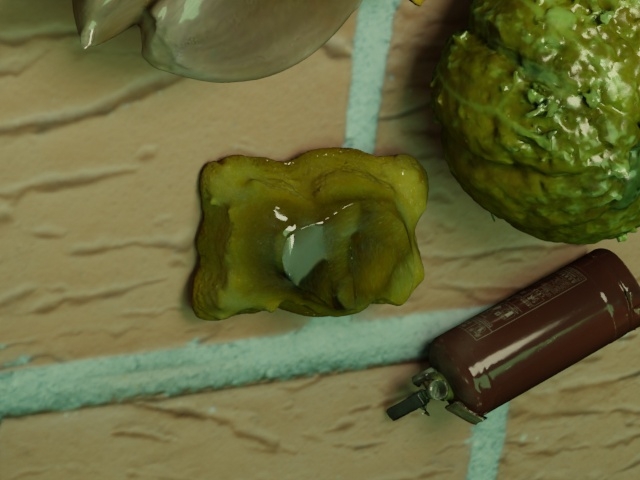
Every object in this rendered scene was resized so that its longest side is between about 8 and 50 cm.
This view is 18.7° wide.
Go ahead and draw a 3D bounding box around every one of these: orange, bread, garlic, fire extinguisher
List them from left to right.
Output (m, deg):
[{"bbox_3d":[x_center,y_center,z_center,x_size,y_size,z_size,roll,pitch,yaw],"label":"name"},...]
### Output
[{"bbox_3d":[-0.073,-0.264,1.587,0.279,0.132,0.325,41,88,-33],"label":"garlic"},{"bbox_3d":[0.000,0.000,1.794,0.233,0.088,0.161,-7,119,-26],"label":"bread"},{"bbox_3d":[0.193,0.109,1.962,0.269,0.105,0.105,-29,125,-16],"label":"fire extinguisher"},{"bbox_3d":[0.259,-0.134,1.799,0.301,0.223,0.300,-30,130,-16],"label":"orange"}]

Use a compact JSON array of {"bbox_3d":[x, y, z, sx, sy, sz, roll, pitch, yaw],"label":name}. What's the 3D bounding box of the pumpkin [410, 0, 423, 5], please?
[{"bbox_3d":[0.056,-0.249,1.710,0.054,0.074,0.083,-44,128,2],"label":"pumpkin"}]
